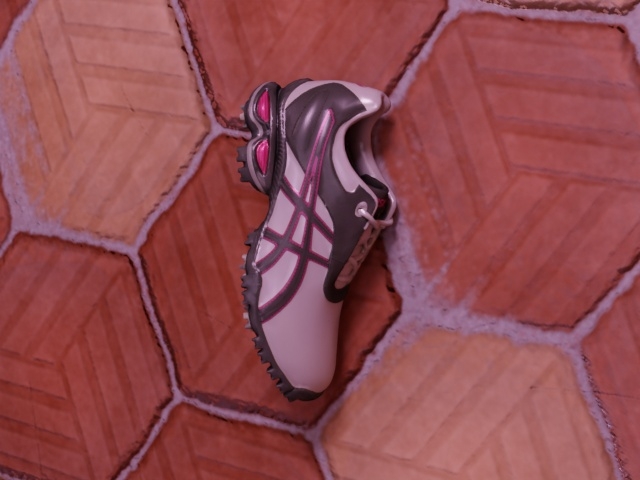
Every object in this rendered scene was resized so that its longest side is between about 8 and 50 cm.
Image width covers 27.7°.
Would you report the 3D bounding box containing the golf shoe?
[{"bbox_3d":[0.000,0.000,1.078,0.120,0.105,0.273,-2,91,22],"label":"golf shoe"}]
